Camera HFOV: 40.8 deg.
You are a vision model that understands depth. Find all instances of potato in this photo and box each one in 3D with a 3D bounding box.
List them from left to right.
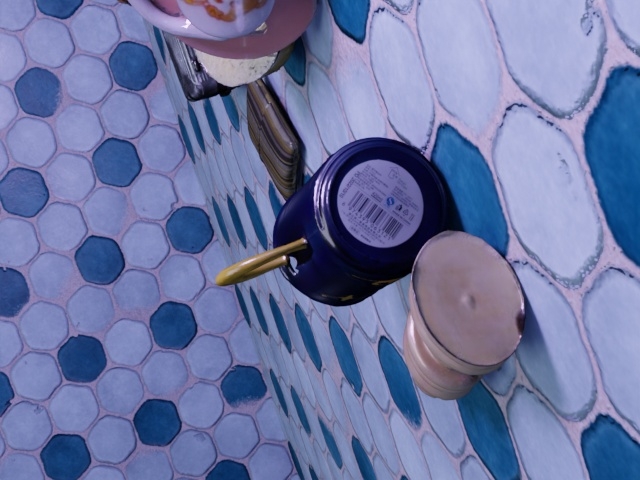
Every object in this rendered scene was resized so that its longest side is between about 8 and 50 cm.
[{"bbox_3d":[-0.107,-0.348,1.354,0.182,0.117,0.202,-20,90,37],"label":"potato"}]

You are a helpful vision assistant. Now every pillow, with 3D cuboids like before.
[{"bbox_3d":[-0.094,-0.196,1.636,0.208,0.052,0.212,60,164,25],"label":"pillow"}]

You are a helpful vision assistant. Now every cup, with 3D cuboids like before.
[{"bbox_3d":[0.019,0.011,1.068,0.178,0.255,0.256,41,165,-2],"label":"cup"}]

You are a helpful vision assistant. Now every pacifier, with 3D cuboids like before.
[{"bbox_3d":[-0.121,-0.396,1.153,0.220,0.273,0.332,31,146,26],"label":"pacifier"}]

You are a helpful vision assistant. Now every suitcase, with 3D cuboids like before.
[{"bbox_3d":[-0.262,-0.446,1.789,0.202,0.128,0.312,-163,54,-74],"label":"suitcase"}]

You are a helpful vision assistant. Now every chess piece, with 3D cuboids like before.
[{"bbox_3d":[0.148,0.115,1.024,0.138,0.124,0.307,35,161,12],"label":"chess piece"}]

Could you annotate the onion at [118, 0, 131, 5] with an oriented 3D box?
[{"bbox_3d":[-0.275,-0.585,1.394,0.348,0.347,0.386,115,172,-71],"label":"onion"}]
